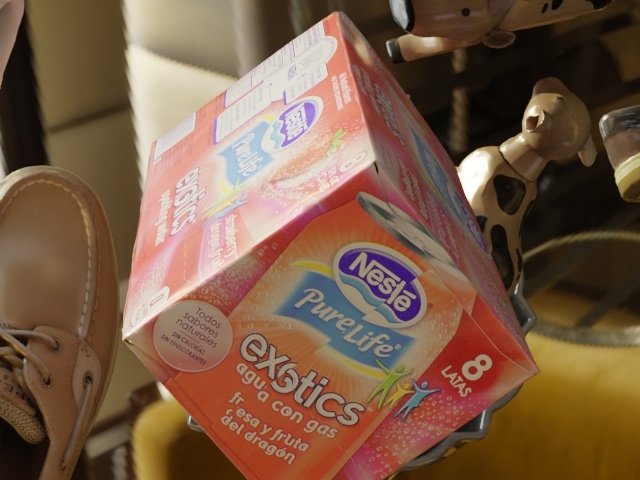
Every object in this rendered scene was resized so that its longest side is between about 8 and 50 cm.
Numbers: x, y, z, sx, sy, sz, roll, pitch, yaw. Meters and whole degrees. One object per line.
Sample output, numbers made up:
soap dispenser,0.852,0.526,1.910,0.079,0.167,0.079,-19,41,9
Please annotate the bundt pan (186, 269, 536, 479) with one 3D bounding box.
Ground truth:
bundt pan,0.006,0.068,1.299,0.331,0.331,0.124,51,148,19

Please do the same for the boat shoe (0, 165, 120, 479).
boat shoe,-0.204,0.104,1.030,0.110,0.121,0.341,109,167,-73

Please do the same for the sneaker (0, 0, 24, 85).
sneaker,-0.252,-0.059,0.702,0.282,0.102,0.161,-36,97,27

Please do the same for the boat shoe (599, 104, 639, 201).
boat shoe,0.305,-0.090,1.154,0.073,0.223,0.080,68,153,13

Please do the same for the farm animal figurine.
farm animal figurine,0.105,-0.146,1.056,0.172,0.327,0.330,-2,123,52

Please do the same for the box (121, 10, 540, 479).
box,0.000,0.000,0.855,0.142,0.154,0.300,51,-170,-19
